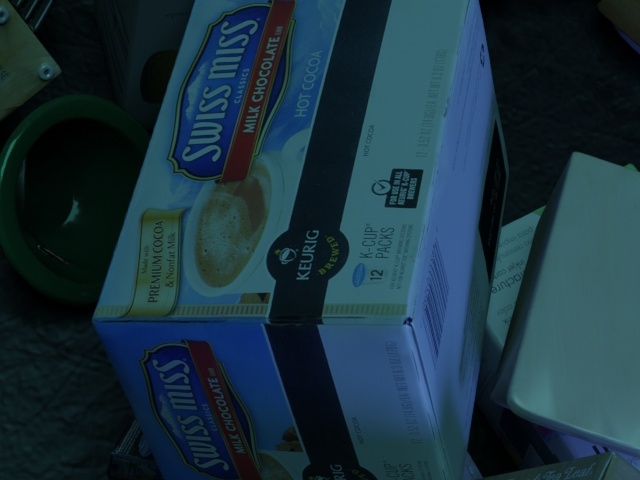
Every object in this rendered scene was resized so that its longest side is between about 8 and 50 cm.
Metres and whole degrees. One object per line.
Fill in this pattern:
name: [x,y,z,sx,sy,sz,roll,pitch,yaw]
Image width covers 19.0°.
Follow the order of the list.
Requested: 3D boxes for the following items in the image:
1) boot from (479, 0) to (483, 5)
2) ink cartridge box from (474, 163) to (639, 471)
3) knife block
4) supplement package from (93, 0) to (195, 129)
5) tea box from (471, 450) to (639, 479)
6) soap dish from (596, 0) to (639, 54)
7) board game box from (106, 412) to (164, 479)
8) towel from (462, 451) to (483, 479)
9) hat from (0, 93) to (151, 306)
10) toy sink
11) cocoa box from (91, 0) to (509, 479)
boot: [0.172,-0.250,1.748,0.260,0.131,0.348,2,64,-9]
ink cartridge box: [0.264,0.137,1.587,0.207,0.119,0.353,-26,72,-20]
knife block: [-0.332,-0.168,1.614,0.276,0.088,0.242,-41,35,-8]
supplement package: [-0.109,-0.213,1.618,0.139,0.244,0.134,-9,66,-14]
tea box: [0.205,0.378,1.355,0.329,0.220,0.323,38,63,-15]
soap dish: [0.439,-0.241,1.798,0.229,0.118,0.291,43,64,11]
board game box: [-0.044,0.146,1.562,0.194,0.060,0.194,27,63,3]
towel: [0.045,0.269,1.458,0.282,0.049,0.187,-54,125,-35]
hat: [-0.260,-0.043,1.636,0.208,0.183,0.173,42,65,-36]
toy sink: [0.225,0.077,1.470,0.153,0.131,0.234,18,59,0]
cocoa box: [0.000,0.000,1.437,0.228,0.231,0.347,0,49,15]
